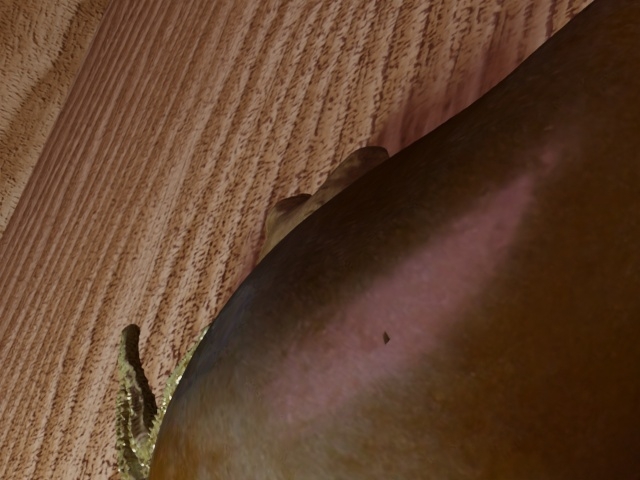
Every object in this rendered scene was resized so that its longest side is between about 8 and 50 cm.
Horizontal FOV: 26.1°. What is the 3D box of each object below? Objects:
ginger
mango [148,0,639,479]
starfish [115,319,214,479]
[{"bbox_3d":[-0.002,0.004,1.051,0.213,0.074,0.137,-15,40,59],"label":"ginger"},{"bbox_3d":[0.067,0.052,0.621,0.384,0.199,0.221,-54,19,17],"label":"mango"},{"bbox_3d":[-0.161,0.218,1.144,0.347,0.078,0.358,-62,19,-2],"label":"starfish"}]
